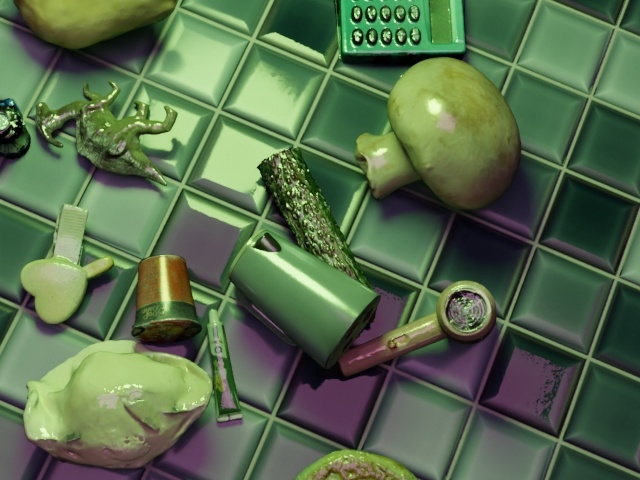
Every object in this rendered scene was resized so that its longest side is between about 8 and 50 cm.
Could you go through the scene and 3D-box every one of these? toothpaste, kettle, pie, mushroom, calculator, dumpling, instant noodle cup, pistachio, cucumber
[{"bbox_3d":[-0.180,0.224,1.852,0.049,0.031,0.204,-10,78,-5],"label":"toothpaste"},{"bbox_3d":[-0.041,0.106,1.809,0.243,0.211,0.160,36,55,13],"label":"kettle"},{"bbox_3d":[0.065,0.510,1.773,0.302,0.067,0.303,0,76,-2],"label":"pie"},{"bbox_3d":[0.215,-0.178,1.897,0.290,0.297,0.298,-30,76,27],"label":"mushroom"},{"bbox_3d":[0.160,-0.475,2.049,0.274,0.058,0.248,0,74,-3],"label":"calculator"},{"bbox_3d":[-0.354,0.276,1.783,0.318,0.187,0.243,-10,36,-14],"label":"dumpling"},{"bbox_3d":[-0.280,0.103,1.840,0.127,0.127,0.136,-6,67,-5],"label":"instant noodle cup"},{"bbox_3d":[-0.423,-0.480,1.920,0.321,0.238,0.229,-5,79,10],"label":"pistachio"},{"bbox_3d":[0.000,0.000,1.897,0.096,0.096,0.359,-25,81,-10],"label":"cucumber"}]

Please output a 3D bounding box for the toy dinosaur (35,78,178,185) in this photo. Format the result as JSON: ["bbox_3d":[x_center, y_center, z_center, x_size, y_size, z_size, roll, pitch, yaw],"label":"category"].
[{"bbox_3d":[-0.397,-0.213,1.936,0.294,0.077,0.162,25,79,18],"label":"toy dinosaur"}]

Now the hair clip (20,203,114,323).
[{"bbox_3d":[-0.459,0.047,1.867,0.159,0.071,0.219,10,79,-4],"label":"hair clip"}]

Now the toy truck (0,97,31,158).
[{"bbox_3d":[-0.653,-0.198,1.892,0.208,0.113,0.126,-24,77,-11],"label":"toy truck"}]

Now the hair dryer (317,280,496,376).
[{"bbox_3d":[0.151,0.180,1.826,0.344,0.189,0.107,-25,80,5],"label":"hair dryer"}]
